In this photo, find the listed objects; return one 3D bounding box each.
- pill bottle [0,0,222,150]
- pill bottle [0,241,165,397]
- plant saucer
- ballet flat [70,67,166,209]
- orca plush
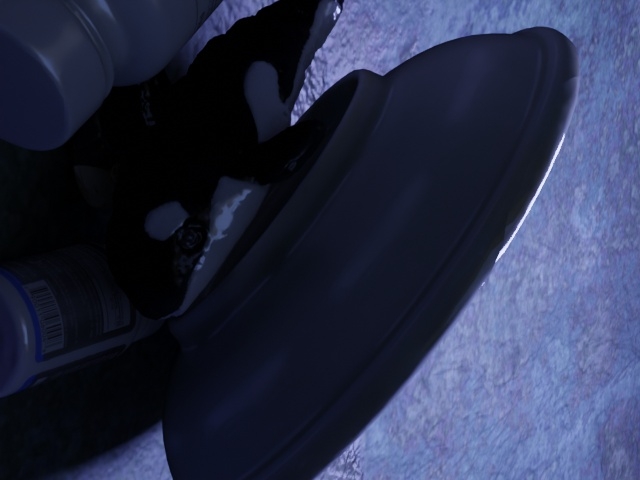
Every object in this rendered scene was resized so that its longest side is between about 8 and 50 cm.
[{"bbox_3d":[-0.120,-0.164,0.826,0.229,0.131,0.131,-55,141,-32],"label":"pill bottle"},{"bbox_3d":[-0.160,0.043,0.881,0.137,0.078,0.078,-16,114,-55],"label":"pill bottle"},{"bbox_3d":[0.000,0.000,0.940,0.100,0.400,0.400,37,62,-10],"label":"plant saucer"},{"bbox_3d":[-0.119,-0.104,0.922,0.057,0.049,0.173,21,82,-57],"label":"ballet flat"},{"bbox_3d":[-0.065,-0.093,0.885,0.102,0.151,0.287,44,69,-26],"label":"orca plush"}]
